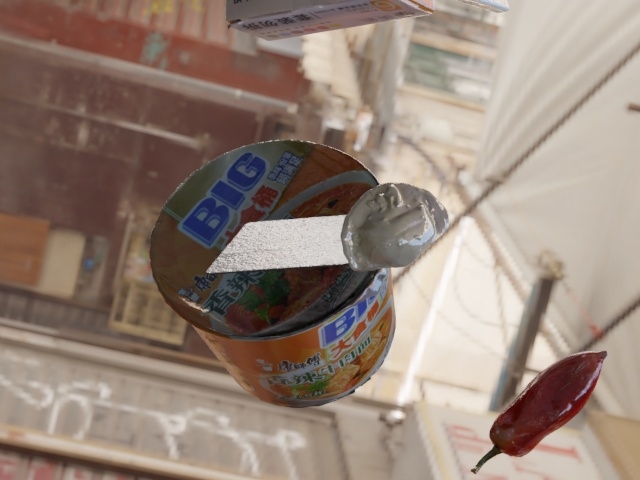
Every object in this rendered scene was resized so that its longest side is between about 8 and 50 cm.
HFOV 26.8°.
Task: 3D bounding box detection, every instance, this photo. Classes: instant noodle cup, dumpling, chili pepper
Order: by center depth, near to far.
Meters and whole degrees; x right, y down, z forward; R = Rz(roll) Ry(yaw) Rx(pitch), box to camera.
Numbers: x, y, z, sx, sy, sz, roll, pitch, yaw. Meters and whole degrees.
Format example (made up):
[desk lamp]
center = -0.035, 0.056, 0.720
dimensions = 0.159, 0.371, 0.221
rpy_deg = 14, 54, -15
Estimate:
[dumpling]
center = 0.055, -0.011, 1.016
dimensions = 0.052, 0.076, 0.057
rpy_deg = -73, 142, -62
[chili pepper]
center = 0.227, 0.177, 1.401
dimensions = 0.191, 0.050, 0.059
rpy_deg = -44, -128, 15
[instant noodle cup]
center = -0.038, 0.052, 1.627
dimensions = 0.214, 0.296, 0.296
rpy_deg = 71, 21, -52

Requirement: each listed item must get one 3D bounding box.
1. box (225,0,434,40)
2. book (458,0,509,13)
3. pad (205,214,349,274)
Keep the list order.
[box]
center = 0.011, -0.357, 1.399
dimensions = 0.221, 0.091, 0.273
rpy_deg = -5, -100, 34
[book]
center = 0.181, -0.406, 1.740
dimensions = 0.264, 0.027, 0.202
rpy_deg = -6, 88, -65
[pad]
center = 0.000, 0.000, 1.378
dimensions = 0.143, 0.211, 0.003
rpy_deg = -56, 138, -63
